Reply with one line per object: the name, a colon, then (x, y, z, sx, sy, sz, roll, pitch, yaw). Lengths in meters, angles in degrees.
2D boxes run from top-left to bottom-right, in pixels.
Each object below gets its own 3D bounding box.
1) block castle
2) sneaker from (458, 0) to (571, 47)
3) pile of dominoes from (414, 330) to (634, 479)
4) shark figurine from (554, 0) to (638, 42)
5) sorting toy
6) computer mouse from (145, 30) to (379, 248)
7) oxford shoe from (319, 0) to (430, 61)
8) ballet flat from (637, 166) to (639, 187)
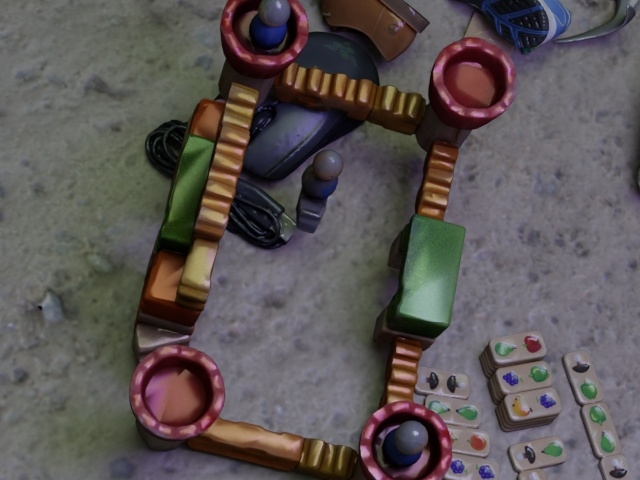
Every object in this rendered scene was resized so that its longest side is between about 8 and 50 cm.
block castle: (0.000, 0.000, 1.552, 0.303, 0.213, 0.453, 14, 71, -6)
sneaker: (0.201, -0.297, 1.881, 0.081, 0.080, 0.211, -13, 58, -46)
pile of dominoes: (0.214, 0.214, 1.622, 0.196, 0.040, 0.251, -8, 64, -17)
shark figurine: (0.343, -0.354, 1.940, 0.116, 0.166, 0.278, 6, 86, 26)
sorting toy: (0.205, -0.224, 1.869, 0.083, 0.012, 0.062, 22, 55, 3)
computer mouse: (-0.033, -0.134, 1.735, 0.188, 0.072, 0.272, 39, 61, 10)
oxford shoe: (0.020, -0.278, 1.829, 0.212, 0.076, 0.076, 43, 101, 23)
ballet flat: (0.408, -0.047, 1.769, 0.123, 0.123, 0.348, -10, 59, -17)
